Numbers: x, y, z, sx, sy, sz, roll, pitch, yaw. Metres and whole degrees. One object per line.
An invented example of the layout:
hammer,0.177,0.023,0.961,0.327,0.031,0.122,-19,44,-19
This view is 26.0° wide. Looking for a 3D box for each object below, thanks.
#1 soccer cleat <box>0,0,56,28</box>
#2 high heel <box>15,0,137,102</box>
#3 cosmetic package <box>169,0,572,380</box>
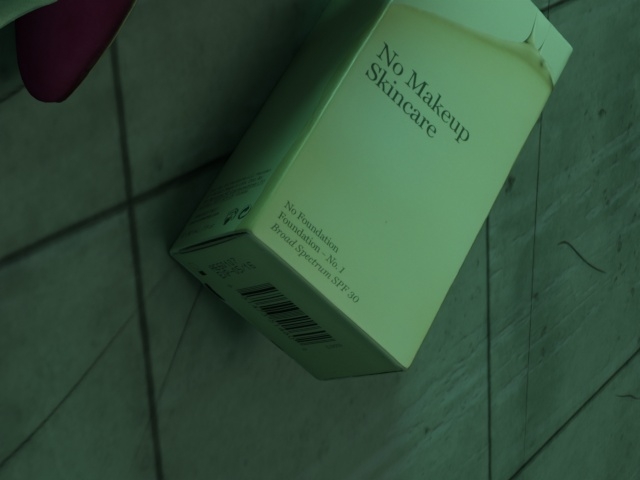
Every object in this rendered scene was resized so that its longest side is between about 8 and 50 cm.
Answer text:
soccer cleat,-0.247,-0.090,0.572,0.331,0.143,0.116,-39,130,-45
high heel,-0.159,-0.269,0.731,0.181,0.127,0.377,11,95,-29
cosmetic package,0.045,-0.068,1.008,0.160,0.113,0.309,41,62,-22
